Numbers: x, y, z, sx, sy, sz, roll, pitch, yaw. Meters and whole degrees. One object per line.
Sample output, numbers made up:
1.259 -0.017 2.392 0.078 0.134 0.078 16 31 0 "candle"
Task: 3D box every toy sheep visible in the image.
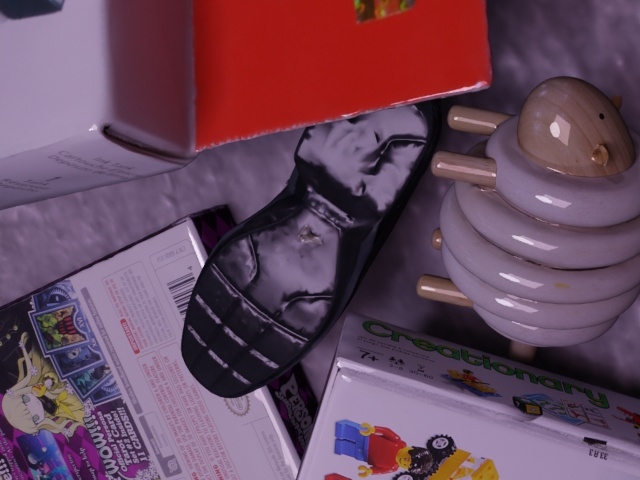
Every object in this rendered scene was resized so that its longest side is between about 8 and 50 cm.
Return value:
0.085 -0.003 0.355 0.091 0.091 0.132 21 136 21 "toy sheep"

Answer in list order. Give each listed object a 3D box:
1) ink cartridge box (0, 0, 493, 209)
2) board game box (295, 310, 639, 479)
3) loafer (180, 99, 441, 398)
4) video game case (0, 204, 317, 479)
-0.069 -0.163 0.346 0.239 0.060 0.275 -10 77 31 "ink cartridge box"
0.061 0.198 0.408 0.193 0.053 0.305 17 112 2 "board game box"
0.000 0.000 0.402 0.062 0.061 0.170 42 112 9 "loafer"
-0.092 0.125 0.500 0.210 0.042 0.232 -24 92 28 "video game case"
